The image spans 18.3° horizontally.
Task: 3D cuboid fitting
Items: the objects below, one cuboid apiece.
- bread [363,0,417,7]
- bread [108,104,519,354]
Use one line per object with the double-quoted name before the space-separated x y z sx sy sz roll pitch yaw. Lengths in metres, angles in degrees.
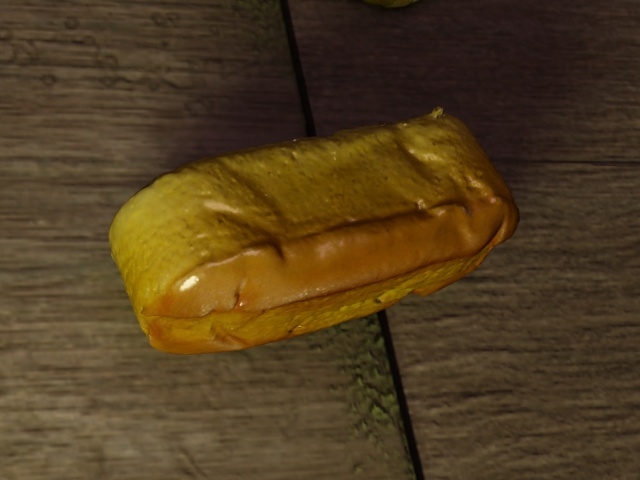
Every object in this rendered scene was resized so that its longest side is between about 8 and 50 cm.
"bread" 0.044 -0.230 1.311 0.117 0.064 0.156 24 56 -11
"bread" 0.000 0.000 1.135 0.245 0.102 0.094 -13 60 -31
